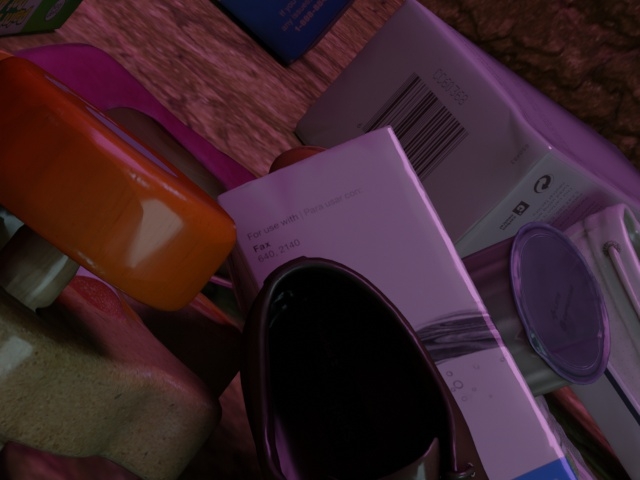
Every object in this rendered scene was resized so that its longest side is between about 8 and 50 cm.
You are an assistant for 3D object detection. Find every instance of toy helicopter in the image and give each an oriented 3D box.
[{"bbox_3d":[-0.121,0.004,0.568,0.235,0.140,0.355,38,1,18],"label":"toy helicopter"}]

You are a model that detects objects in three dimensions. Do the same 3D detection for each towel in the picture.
[{"bbox_3d":[0.134,0.097,1.016,0.152,0.023,0.113,58,0,-42],"label":"towel"}]

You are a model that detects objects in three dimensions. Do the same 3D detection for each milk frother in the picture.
[{"bbox_3d":[0.055,0.018,0.803,0.143,0.135,0.129,47,39,-23],"label":"milk frother"}]

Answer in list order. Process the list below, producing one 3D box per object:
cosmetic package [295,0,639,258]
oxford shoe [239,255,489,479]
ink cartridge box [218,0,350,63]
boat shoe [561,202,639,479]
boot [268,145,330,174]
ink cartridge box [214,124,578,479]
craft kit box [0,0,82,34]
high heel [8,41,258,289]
[{"bbox_3d":[0.182,-0.028,1.357,0.385,0.156,0.217,28,20,-48],"label":"cosmetic package"},{"bbox_3d":[0.027,0.106,0.479,0.227,0.083,0.096,61,-7,21],"label":"oxford shoe"},{"bbox_3d":[-0.074,-0.408,1.506,0.395,0.285,0.166,41,14,-3],"label":"ink cartridge box"},{"bbox_3d":[0.303,0.126,1.146,0.367,0.156,0.136,56,19,14],"label":"boat shoe"},{"bbox_3d":[0.000,0.000,0.949,0.197,0.073,0.152,47,19,30],"label":"boot"},{"bbox_3d":[0.034,0.073,0.621,0.139,0.082,0.190,80,-14,-67],"label":"ink cartridge box"},{"bbox_3d":[-0.266,-0.215,0.902,0.246,0.061,0.250,45,14,0],"label":"craft kit box"},{"bbox_3d":[-0.088,-0.021,0.767,0.117,0.082,0.244,46,5,18],"label":"high heel"}]
